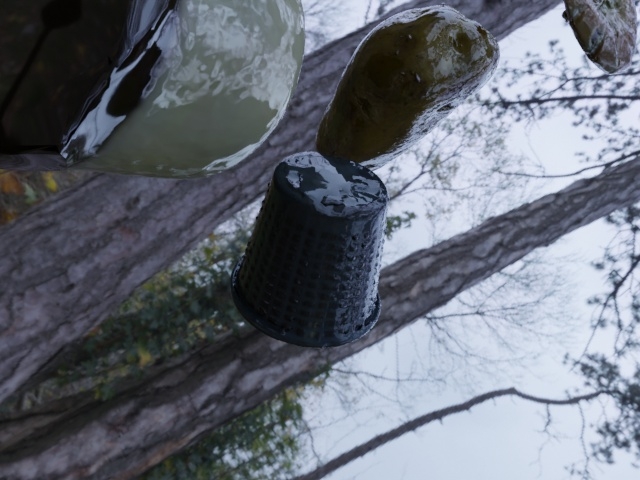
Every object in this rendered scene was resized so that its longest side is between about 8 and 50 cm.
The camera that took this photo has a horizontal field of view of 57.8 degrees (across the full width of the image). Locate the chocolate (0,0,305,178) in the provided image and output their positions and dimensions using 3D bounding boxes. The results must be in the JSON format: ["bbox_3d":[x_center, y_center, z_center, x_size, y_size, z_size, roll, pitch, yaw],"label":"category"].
[{"bbox_3d":[-0.168,-0.193,0.584,0.314,0.297,0.326,2,-103,37],"label":"chocolate"}]

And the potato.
[{"bbox_3d":[0.097,-0.201,0.847,0.176,0.196,0.369,21,-28,-17],"label":"potato"}]

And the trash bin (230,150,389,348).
[{"bbox_3d":[0.000,0.000,0.622,0.175,0.175,0.161,43,-46,33],"label":"trash bin"}]

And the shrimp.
[{"bbox_3d":[0.326,-0.334,0.717,0.061,0.145,0.267,-9,-86,54],"label":"shrimp"}]
